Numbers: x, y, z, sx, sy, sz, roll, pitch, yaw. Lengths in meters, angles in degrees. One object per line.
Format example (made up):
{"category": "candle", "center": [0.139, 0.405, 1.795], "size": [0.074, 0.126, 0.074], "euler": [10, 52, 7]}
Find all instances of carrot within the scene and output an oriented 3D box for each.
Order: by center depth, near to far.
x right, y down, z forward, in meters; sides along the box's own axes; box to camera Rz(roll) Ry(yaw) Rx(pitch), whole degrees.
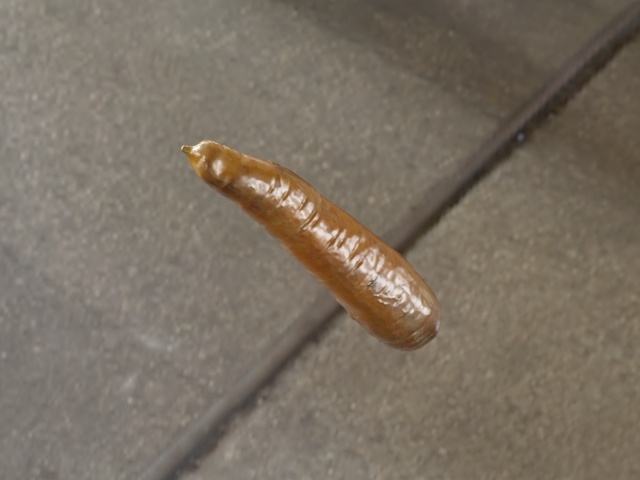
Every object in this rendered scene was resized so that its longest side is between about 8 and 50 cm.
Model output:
{"category": "carrot", "center": [0.000, 0.000, 1.095], "size": [0.248, 0.059, 0.059], "euler": [40, 28, -32]}
